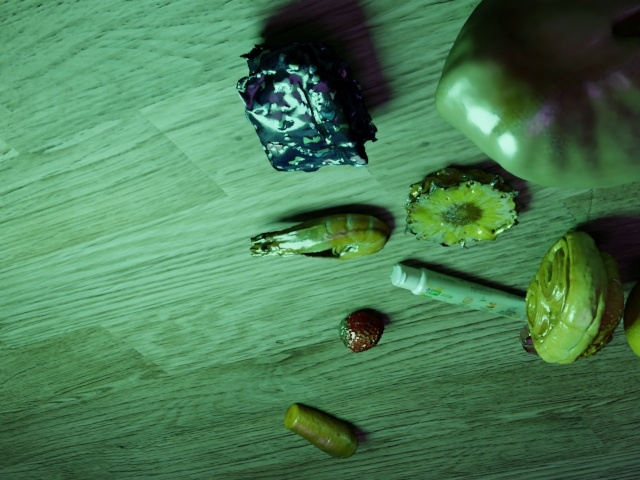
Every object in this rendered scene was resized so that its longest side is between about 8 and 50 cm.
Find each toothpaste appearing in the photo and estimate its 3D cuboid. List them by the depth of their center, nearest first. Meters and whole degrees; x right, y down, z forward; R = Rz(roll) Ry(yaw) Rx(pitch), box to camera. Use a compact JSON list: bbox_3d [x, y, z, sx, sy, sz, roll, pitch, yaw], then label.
[{"bbox_3d":[0.278,0.102,2.050,0.314,0.058,0.056,15,101,-22],"label":"toothpaste"}]

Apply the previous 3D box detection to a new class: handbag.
[{"bbox_3d":[-0.016,-0.192,1.604,0.162,0.113,0.260,-2,147,20],"label":"handbag"}]

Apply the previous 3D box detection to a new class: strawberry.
[{"bbox_3d":[0.082,0.177,2.163,0.096,0.083,0.083,-17,156,-29],"label":"strawberry"}]

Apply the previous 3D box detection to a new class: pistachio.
[{"bbox_3d":[0.352,-0.210,1.381,0.445,0.281,0.365,-6,170,-31],"label":"pistachio"}]

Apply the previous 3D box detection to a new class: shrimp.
[{"bbox_3d":[0.000,0.000,1.926,0.249,0.068,0.150,-2,151,1],"label":"shrimp"}]

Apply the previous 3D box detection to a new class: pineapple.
[{"bbox_3d":[0.236,-0.058,1.832,0.221,0.047,0.221,1,147,0],"label":"pineapple"}]

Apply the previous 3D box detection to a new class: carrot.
[{"bbox_3d":[0.006,0.443,2.547,0.087,0.087,0.193,-27,133,37],"label":"carrot"}]

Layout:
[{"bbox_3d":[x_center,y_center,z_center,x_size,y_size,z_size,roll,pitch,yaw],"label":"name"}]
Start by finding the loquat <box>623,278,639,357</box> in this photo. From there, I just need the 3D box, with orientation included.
[{"bbox_3d":[0.638,0.135,1.926,0.208,0.208,0.208,3,145,2],"label":"loquat"}]

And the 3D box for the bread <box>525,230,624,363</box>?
[{"bbox_3d":[0.436,0.103,1.900,0.120,0.198,0.236,4,145,-9],"label":"bread"}]

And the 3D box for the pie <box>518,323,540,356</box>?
[{"bbox_3d":[0.469,0.191,2.167,0.154,0.036,0.154,3,145,2],"label":"pie"}]
